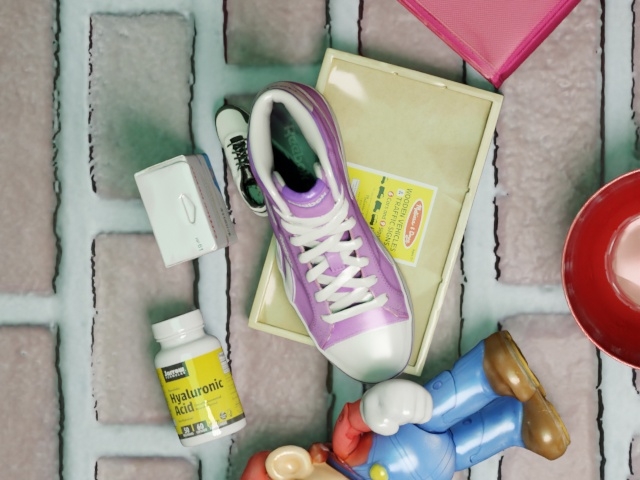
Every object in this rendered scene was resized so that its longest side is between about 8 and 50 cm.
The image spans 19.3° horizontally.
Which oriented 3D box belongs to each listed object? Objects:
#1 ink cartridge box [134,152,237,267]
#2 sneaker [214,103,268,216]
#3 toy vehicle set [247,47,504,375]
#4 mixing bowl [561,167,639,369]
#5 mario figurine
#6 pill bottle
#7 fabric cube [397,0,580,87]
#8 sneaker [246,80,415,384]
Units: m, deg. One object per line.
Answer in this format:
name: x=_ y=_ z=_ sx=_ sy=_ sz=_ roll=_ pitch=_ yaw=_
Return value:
ink cartridge box: x=-0.119 y=-0.028 z=1.674 sx=0.052 sy=0.122 sz=0.088 roll=-19 pitch=91 yaw=6
sneaker: x=-0.066 y=-0.074 z=1.707 sx=0.040 sy=0.044 sz=0.109 roll=-25 pitch=89 yaw=8
toy vehicle set: x=0.049 y=-0.026 z=1.702 sx=0.166 sy=0.035 sz=0.266 roll=17 pitch=94 yaw=4
mixing bowl: x=0.301 y=0.023 z=1.650 sx=0.181 sy=0.098 sz=0.181 roll=0 pitch=92 yaw=6
mario figurine: x=0.065 y=0.224 z=1.650 sx=0.321 sy=0.170 sz=0.198 roll=-31 pitch=92 yaw=5
pill bottle: x=-0.114 y=0.124 z=1.711 sx=0.065 sy=0.065 sz=0.116 roll=-19 pitch=91 yaw=6
fabric cube: x=0.141 y=-0.304 z=1.569 sx=0.259 sy=0.254 sz=0.258 roll=42 pitch=95 yaw=2
sneaker: x=-0.001 y=0.000 z=1.610 sx=0.102 sy=0.161 sz=0.282 roll=-23 pitch=92 yaw=5
